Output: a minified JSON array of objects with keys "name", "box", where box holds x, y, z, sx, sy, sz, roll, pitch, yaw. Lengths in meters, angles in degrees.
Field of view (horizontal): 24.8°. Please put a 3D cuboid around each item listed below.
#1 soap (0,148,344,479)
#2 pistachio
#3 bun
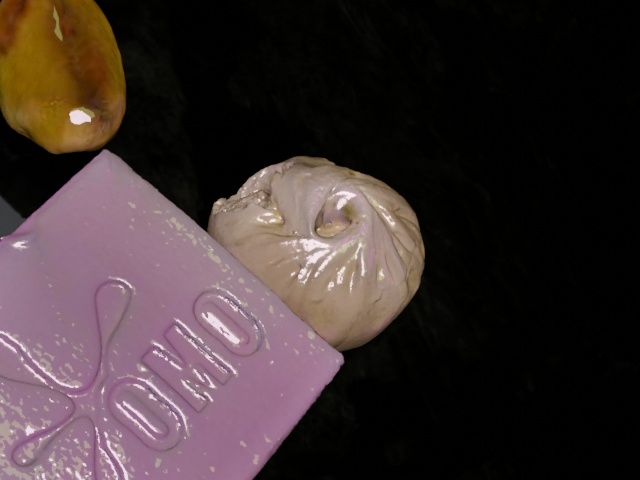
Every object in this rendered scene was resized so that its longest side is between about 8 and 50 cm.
[{"name":"soap","box":[-0.175,0.116,1.182,0.285,0.107,0.296,40,56,-1]},{"name":"pistachio","box":[-0.228,-0.150,1.286,0.110,0.100,0.189,5,54,-47]},{"name":"bun","box":[0.000,0.000,1.301,0.193,0.128,0.178,37,58,-3]}]
